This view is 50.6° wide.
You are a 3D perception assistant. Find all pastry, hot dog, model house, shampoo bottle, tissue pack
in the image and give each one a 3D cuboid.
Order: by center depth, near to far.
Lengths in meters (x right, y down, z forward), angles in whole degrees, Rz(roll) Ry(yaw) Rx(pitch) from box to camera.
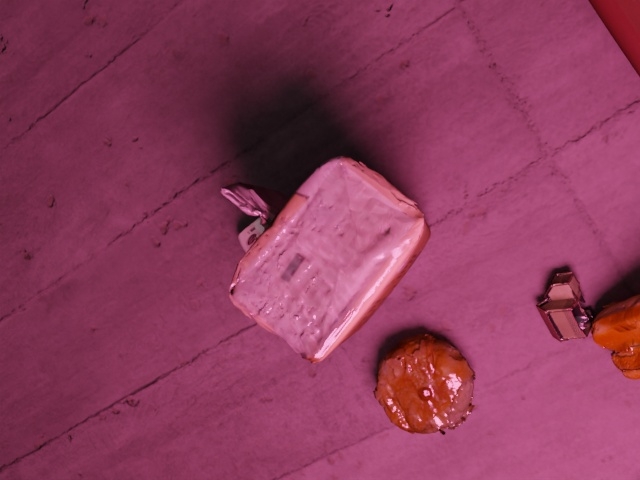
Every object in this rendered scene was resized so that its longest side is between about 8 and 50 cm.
[{"bbox_3d":[0.435,0.104,0.818,0.109,0.072,0.269,53,152,3],"label":"hot dog"},{"bbox_3d":[0.000,0.000,0.877,0.238,0.305,0.239,0,88,10],"label":"tissue pack"},{"bbox_3d":[0.335,0.093,0.940,0.058,0.057,0.083,-16,115,46],"label":"model house"},{"bbox_3d":[0.154,0.214,1.004,0.153,0.081,0.153,5,100,28],"label":"pastry"},{"bbox_3d":[-0.062,0.035,1.064,0.077,0.045,0.152,-36,89,19],"label":"shampoo bottle"}]

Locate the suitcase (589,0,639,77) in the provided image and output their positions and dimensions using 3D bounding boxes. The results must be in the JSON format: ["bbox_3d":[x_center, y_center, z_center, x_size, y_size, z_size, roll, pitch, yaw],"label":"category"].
[{"bbox_3d":[0.426,-0.244,0.751,0.161,0.236,0.297,-35,87,32],"label":"suitcase"}]
